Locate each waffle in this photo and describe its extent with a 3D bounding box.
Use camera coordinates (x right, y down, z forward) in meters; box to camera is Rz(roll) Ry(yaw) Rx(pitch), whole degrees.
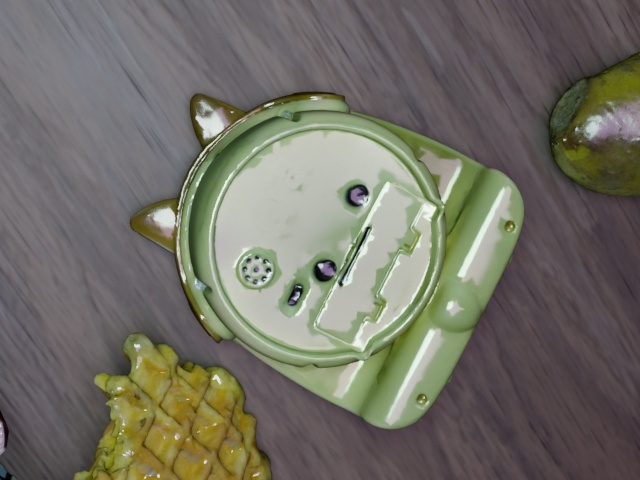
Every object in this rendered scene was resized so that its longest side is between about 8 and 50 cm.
[{"bbox_3d":[-0.141,0.248,1.001,0.281,0.058,0.301,28,55,-47],"label":"waffle"}]

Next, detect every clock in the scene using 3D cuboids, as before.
[{"bbox_3d":[0.000,0.000,1.057,0.348,0.117,0.286,26,91,-14],"label":"clock"}]

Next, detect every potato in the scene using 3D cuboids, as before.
[{"bbox_3d":[0.354,-0.124,1.120,0.251,0.113,0.150,-13,103,-12],"label":"potato"}]

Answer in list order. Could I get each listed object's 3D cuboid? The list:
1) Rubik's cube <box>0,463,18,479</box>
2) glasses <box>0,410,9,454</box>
[{"bbox_3d":[-0.321,0.342,0.998,0.187,0.182,0.184,-41,103,-4],"label":"Rubik's cube"},{"bbox_3d":[-0.388,0.150,0.956,0.162,0.095,0.255,-31,61,-6],"label":"glasses"}]
